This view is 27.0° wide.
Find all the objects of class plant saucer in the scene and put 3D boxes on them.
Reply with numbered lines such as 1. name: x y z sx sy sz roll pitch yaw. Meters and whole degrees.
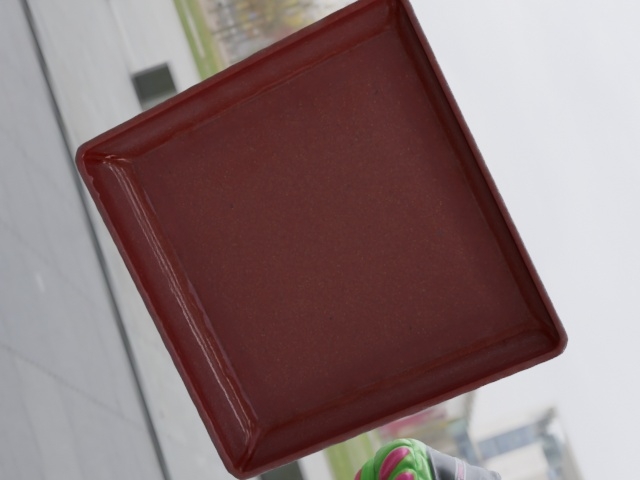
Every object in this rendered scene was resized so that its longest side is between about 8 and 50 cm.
1. plant saucer: 0.000 0.000 0.894 0.259 0.258 0.048 64 20 -3

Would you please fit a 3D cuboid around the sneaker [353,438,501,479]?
1. sneaker: 0.169 0.413 1.290 0.185 0.202 0.482 -47 -136 46
